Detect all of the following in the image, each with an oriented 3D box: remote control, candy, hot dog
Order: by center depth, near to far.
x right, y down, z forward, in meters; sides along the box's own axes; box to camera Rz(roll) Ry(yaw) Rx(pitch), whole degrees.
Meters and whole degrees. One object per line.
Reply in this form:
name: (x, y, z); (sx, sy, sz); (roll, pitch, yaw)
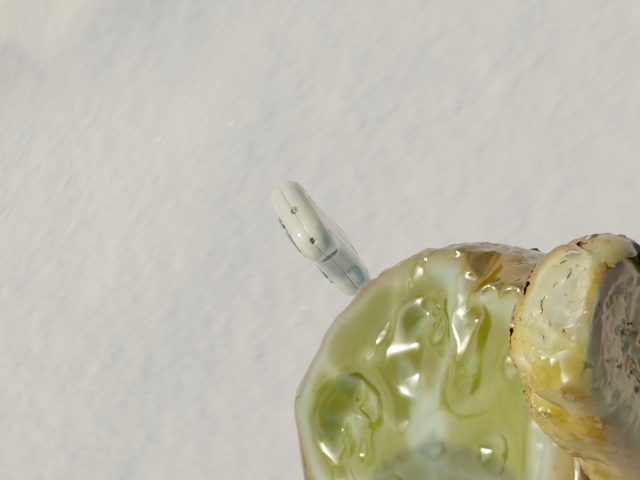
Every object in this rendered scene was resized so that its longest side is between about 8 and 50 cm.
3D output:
hot dog: (0.155, 0.089, 0.765); (0.083, 0.068, 0.289); (-60, 139, -16)
candy: (0.091, 0.127, 0.999); (0.118, 0.260, 0.260); (0, 84, -37)
remote control: (0.000, 0.000, 1.461); (0.032, 0.122, 0.074); (-34, 57, 5)
